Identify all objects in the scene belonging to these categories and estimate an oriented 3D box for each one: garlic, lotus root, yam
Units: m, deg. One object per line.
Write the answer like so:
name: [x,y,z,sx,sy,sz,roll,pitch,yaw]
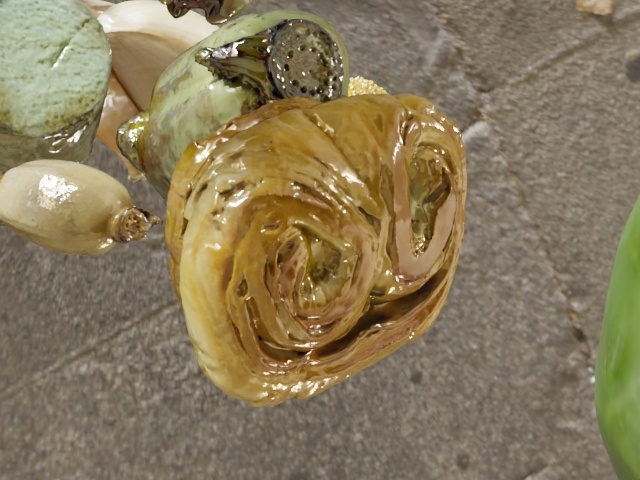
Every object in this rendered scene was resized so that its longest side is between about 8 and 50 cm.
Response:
garlic: [-0.263,-0.225,1.360,0.249,0.286,0.313,-48,130,-18]
lotus root: [-0.192,-0.025,0.740,0.150,0.073,0.062,15,130,23]
yam: [-0.340,-0.139,1.134,0.168,0.304,0.168,9,63,-18]
lotus root: [-0.084,-0.115,0.899,0.173,0.309,0.173,6,80,-34]

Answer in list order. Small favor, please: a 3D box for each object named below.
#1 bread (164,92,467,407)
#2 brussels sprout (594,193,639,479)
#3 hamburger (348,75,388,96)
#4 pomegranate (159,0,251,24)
bread: [0.000,0.003,0.659,0.236,0.120,0.198,-22,122,-37]
brussels sprout: [0.290,0.051,0.398,0.371,0.276,0.315,6,88,-29]
hamburger: [0.065,-0.142,1.706,0.170,0.302,0.302,-8,115,27]
pomegranate: [-0.037,-0.228,0.505,0.179,0.179,0.210,-16,105,-7]
